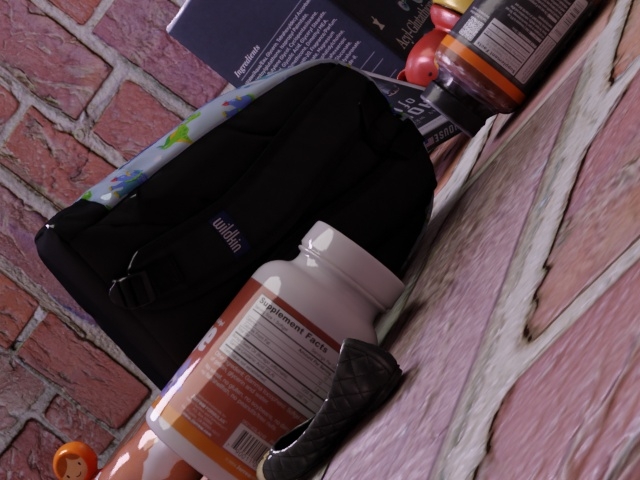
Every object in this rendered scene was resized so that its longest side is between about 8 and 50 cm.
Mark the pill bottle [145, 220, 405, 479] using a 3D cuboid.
[{"bbox_3d":[-0.032,0.095,1.216,0.216,0.121,0.121,-52,3,-5],"label":"pill bottle"}]

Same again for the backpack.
[{"bbox_3d":[-0.056,-0.016,1.420,0.355,0.290,0.273,-45,12,-14],"label":"backpack"}]

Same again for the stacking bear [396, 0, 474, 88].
[{"bbox_3d":[0.208,-0.291,1.868,0.289,0.175,0.164,-59,5,3],"label":"stacking bear"}]

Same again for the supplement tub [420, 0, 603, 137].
[{"bbox_3d":[0.188,-0.201,1.520,0.198,0.106,0.106,-51,3,7],"label":"supplement tub"}]

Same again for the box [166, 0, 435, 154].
[{"bbox_3d":[0.034,-0.300,2.165,0.212,0.395,0.293,-50,4,35],"label":"box"}]

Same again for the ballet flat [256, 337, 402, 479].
[{"bbox_3d":[-0.001,0.125,1.090,0.173,0.049,0.057,-49,3,39],"label":"ballet flat"}]

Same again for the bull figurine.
[{"bbox_3d":[-0.179,0.259,1.680,0.310,0.101,0.188,-49,0,4],"label":"bull figurine"}]

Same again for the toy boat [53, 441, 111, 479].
[{"bbox_3d":[-0.293,0.328,2.022,0.151,0.151,0.231,-53,3,-16],"label":"toy boat"}]

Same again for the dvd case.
[{"bbox_3d":[0.048,-0.141,1.816,0.179,0.029,0.238,-31,32,-27],"label":"dvd case"}]
